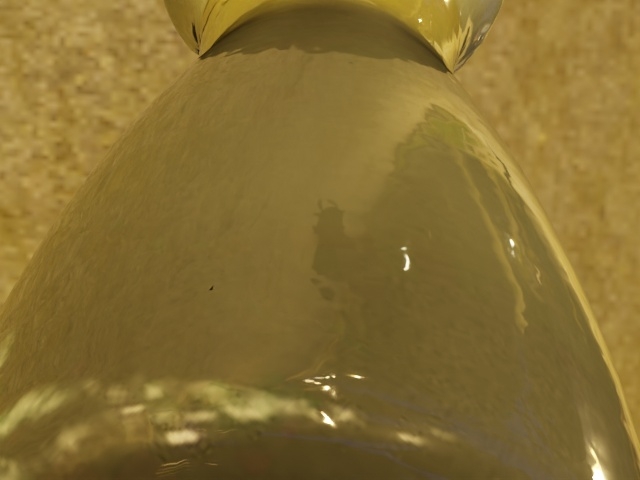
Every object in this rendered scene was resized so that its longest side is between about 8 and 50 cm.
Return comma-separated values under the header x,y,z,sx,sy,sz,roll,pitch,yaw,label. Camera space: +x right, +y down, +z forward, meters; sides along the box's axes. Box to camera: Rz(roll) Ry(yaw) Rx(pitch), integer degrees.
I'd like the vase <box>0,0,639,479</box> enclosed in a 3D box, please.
x,y,z,sx,sy,sz,roll,pitch,yaw,label
0.000,0.000,0.521,0.321,0.173,0.173,-84,160,-50,vase
